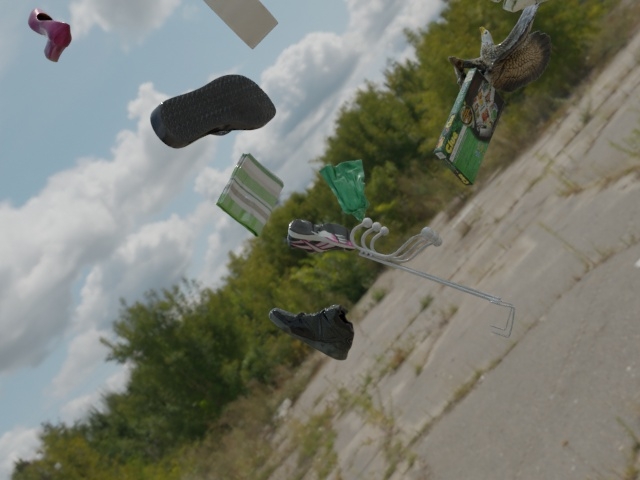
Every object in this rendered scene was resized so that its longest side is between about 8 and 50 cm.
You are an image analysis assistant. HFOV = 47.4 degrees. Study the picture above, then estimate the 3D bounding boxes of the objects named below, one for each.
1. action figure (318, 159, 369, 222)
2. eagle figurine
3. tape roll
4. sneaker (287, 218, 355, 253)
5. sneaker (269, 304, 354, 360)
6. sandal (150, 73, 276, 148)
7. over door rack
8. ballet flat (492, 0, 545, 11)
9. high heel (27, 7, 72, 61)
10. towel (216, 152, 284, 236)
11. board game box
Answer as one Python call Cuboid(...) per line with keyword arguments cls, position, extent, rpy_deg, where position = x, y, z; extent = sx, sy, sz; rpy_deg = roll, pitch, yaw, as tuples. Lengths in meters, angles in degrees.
Cuboid(cls="action figure", position=(0.090, -0.141, 2.168), extent=(0.137, 0.232, 0.063), rpy_deg=(-18, -42, -1))
Cuboid(cls="eagle figurine", position=(0.525, -0.533, 2.089), extent=(0.298, 0.225, 0.226), rpy_deg=(-20, 14, 14))
Cuboid(cls="tape roll", position=(-0.239, -0.620, 1.841), extent=(0.100, 0.286, 0.286), rpy_deg=(-43, -2, 8))
Cuboid(cls="sneaker", position=(0.000, 0.000, 1.832), extent=(0.072, 0.178, 0.077), rpy_deg=(-83, 9, -48))
Cuboid(cls="sneaker", position=(-0.014, 0.200, 1.854), extent=(0.130, 0.227, 0.087), rpy_deg=(-67, -15, 5))
Cuboid(cls="sandal", position=(-0.172, -0.204, 1.158), extent=(0.054, 0.097, 0.254), rpy_deg=(-31, -5, 42))
Cuboid(cls="over door rack", position=(0.228, 0.052, 1.363), extent=(0.108, 0.324, 0.239), rpy_deg=(-60, -14, 4))
Cuboid(cls="ballet flat", position=(0.347, -0.474, 1.352), extent=(0.077, 0.221, 0.079), rpy_deg=(32, 103, 57))
Cuboid(cls="high heel", position=(-0.737, -0.600, 2.000), extent=(0.082, 0.244, 0.117), rpy_deg=(14, -55, -38))
Cuboid(cls="towel", position=(-0.137, -0.095, 1.471), extent=(0.023, 0.113, 0.152), rpy_deg=(-30, 30, 45))
Cuboid(cls="board game box", position=(0.365, -0.276, 1.766), extent=(0.030, 0.136, 0.260), rpy_deg=(-2, 54, 49))
